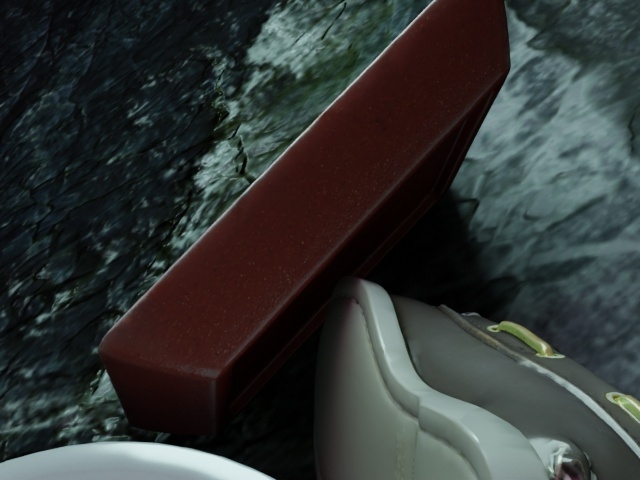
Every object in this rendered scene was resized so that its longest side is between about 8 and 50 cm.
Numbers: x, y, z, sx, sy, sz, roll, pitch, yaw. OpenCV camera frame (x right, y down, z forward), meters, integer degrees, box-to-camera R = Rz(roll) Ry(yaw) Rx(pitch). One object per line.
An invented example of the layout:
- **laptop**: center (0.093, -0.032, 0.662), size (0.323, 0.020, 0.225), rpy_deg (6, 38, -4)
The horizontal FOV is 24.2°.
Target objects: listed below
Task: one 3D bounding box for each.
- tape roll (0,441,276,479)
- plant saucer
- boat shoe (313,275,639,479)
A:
- **tape roll**: center (-0.057, 0.205, 0.444), size (0.246, 0.169, 0.246), rpy_deg (-14, 47, 15)
- **plant saucer**: center (0.000, 0.000, 0.773), size (0.258, 0.048, 0.259), rpy_deg (-46, -8, -13)
- **boat shoe**: center (0.066, 0.086, 0.623), size (0.096, 0.117, 0.324), rpy_deg (2, 8, -12)
